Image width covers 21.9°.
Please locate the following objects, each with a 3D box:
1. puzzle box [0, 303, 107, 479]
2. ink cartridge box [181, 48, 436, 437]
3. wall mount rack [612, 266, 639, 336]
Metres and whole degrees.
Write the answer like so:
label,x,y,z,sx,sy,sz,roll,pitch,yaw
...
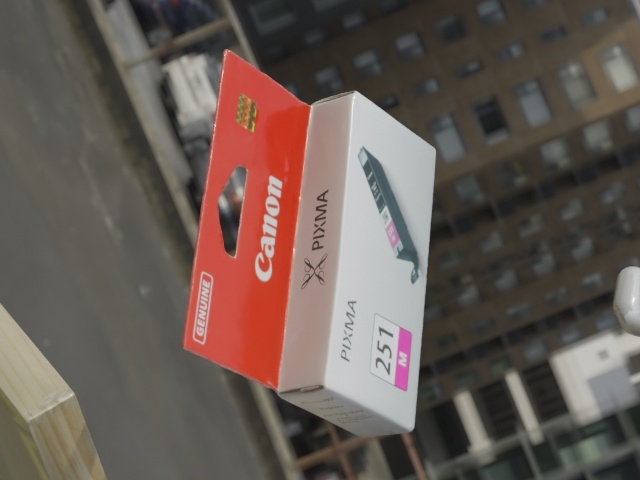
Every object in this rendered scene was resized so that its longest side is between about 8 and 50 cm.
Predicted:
label,x,y,z,sx,sy,sz,roll,pitch,yaw
puzzle box,-0.272,0.223,1.631,0.272,0.052,0.409,41,-27,41
ink cartridge box,0.000,0.000,1.393,0.239,0.060,0.275,32,56,-46
wall mount rack,0.292,-0.009,1.031,0.350,0.130,0.304,55,49,-41
